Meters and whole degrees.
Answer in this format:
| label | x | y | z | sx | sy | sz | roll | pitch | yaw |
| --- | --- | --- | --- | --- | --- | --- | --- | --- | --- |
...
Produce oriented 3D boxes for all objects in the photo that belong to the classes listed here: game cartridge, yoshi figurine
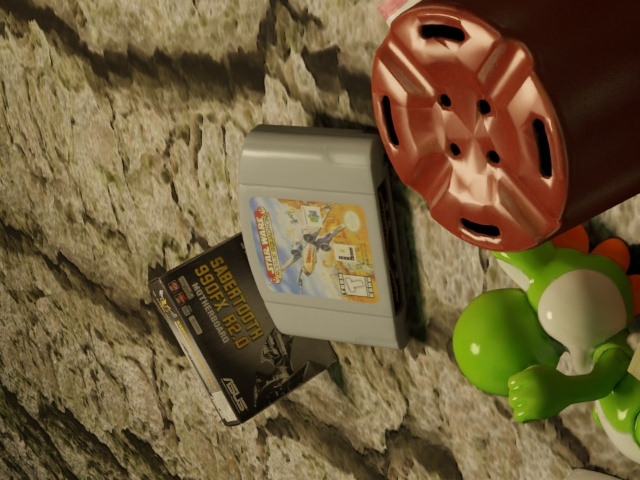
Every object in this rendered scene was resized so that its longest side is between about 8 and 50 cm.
| label | x | y | z | sx | sy | sz | roll | pitch | yaw |
| --- | --- | --- | --- | --- | --- | --- | --- | --- | --- |
| game cartridge | 0.000 | 0.000 | 1.519 | 0.198 | 0.062 | 0.297 | 3 | 122 | 22 |
| yoshi figurine | 0.267 | 0.151 | 1.196 | 0.362 | 0.203 | 0.203 | 50 | 155 | 22 |

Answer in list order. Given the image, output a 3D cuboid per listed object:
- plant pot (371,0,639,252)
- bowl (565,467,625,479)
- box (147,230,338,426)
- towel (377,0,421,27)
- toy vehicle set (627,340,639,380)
| label | x | y | z | sx | sy | sz | roll | pitch | yaw |
| --- | --- | --- | --- | --- | --- | --- | --- | --- | --- |
| plant pot | 0.201 | -0.135 | 0.971 | 0.272 | 0.265 | 0.272 | 35 | 141 | 35 |
| bowl | 0.332 | 0.337 | 1.388 | 0.142 | 0.053 | 0.142 | 9 | 121 | 52 |
| box | -0.107 | 0.116 | 1.714 | 0.231 | 0.183 | 0.056 | 62 | 150 | -2 |
| towel | 0.142 | -0.189 | 1.242 | 0.197 | 0.029 | 0.144 | 58 | 150 | 4 |
| toy vehicle set | 0.342 | -0.007 | 0.969 | 0.035 | 0.166 | 0.267 | 41 | 144 | 28 |
